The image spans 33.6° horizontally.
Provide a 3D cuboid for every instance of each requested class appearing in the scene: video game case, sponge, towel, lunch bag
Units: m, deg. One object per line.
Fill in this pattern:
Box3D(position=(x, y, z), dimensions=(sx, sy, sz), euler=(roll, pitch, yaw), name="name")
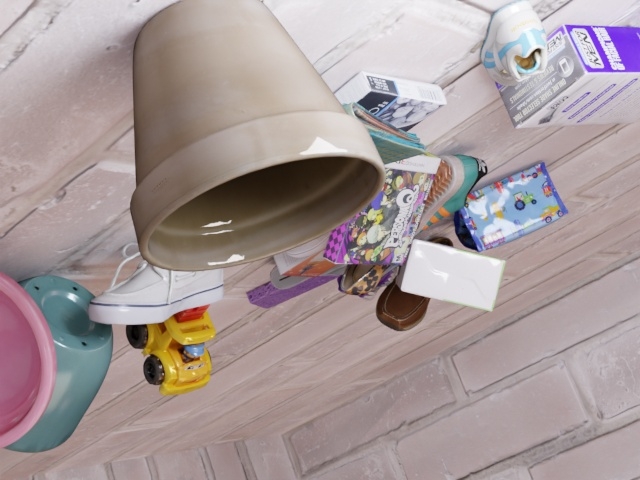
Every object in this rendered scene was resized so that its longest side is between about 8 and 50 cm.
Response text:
Box3D(position=(0.119, -0.065, 2.025), dimensions=(0.210, 0.042, 0.232), euler=(4, 110, -47), name="video game case")
Box3D(position=(-0.064, 0.106, 2.560), dimensions=(0.210, 0.031, 0.117), euler=(-26, 161, 15), name="sponge")
Box3D(position=(-0.044, -0.137, 1.763), dimensions=(0.370, 0.040, 0.271), euler=(-15, 166, 28), name="towel")
Box3D(position=(0.437, -0.056, 2.513), dimensions=(0.221, 0.138, 0.293), euler=(-23, 171, 0), name="lunch bag")

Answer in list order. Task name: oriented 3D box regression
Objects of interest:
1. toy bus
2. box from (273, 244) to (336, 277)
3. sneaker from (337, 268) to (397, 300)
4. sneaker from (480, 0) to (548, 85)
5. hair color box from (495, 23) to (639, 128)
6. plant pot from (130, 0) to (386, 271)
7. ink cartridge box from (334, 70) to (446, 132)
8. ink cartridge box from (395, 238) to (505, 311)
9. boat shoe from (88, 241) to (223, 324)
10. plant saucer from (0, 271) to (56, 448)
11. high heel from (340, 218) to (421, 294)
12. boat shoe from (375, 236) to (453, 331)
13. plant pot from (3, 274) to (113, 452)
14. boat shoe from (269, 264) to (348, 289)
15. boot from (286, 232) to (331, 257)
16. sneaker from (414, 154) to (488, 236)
Box3D(position=(-0.294, 0.192, 2.277), dimensions=(0.149, 0.220, 0.211), euler=(-7, 152, -43), name="toy bus")
Box3D(position=(0.000, 0.000, 2.226), dimensions=(0.170, 0.091, 0.130), euler=(-32, 159, 31), name="box")
Box3D(position=(0.109, 0.074, 2.575), dimensions=(0.104, 0.095, 0.236), euler=(7, 150, -19), name="sneaker")
Box3D(position=(0.316, -0.295, 1.715), dimensions=(0.087, 0.092, 0.229), euler=(-23, 163, 2), name="sneaker")
Box3D(position=(0.502, -0.292, 1.901), dimensions=(0.338, 0.110, 0.185), euler=(-8, 160, -38), name="hair color box")
Box3D(position=(-0.114, -0.150, 1.362), dimensions=(0.323, 0.280, 0.323), euler=(-19, 162, -6), name="plant pot")
Box3D(position=(0.073, -0.204, 1.793), dimensions=(0.206, 0.045, 0.208), euler=(0, 155, -47), name="ink cartridge box")
Box3D(position=(0.283, 0.072, 2.399), dimensions=(0.207, 0.119, 0.353), euler=(13, -179, 2), name="ink cartridge box")
Box3D(position=(-0.298, 0.058, 1.994), dimensions=(0.135, 0.157, 0.367), euler=(7, -169, 30), name="boat shoe")
Box3D(position=(-0.594, 0.192, 1.807), dimensions=(0.332, 0.332, 0.084), euler=(-26, -176, 16), name="plant saucer")
Box3D(position=(0.115, -0.014, 2.129), dimensions=(0.186, 0.093, 0.261), euler=(-32, 138, -42), name="high heel")
Box3D(position=(0.236, 0.093, 2.600), dimensions=(0.324, 0.122, 0.120), euler=(-48, 159, -48), name="boat shoe")
Box3D(position=(-0.524, 0.207, 1.974), dimensions=(0.293, 0.293, 0.235), euler=(3, 136, -51), name="plant pot")
Box3D(position=(-0.008, 0.037, 2.366), dimensions=(0.226, 0.083, 0.076), euler=(-16, -152, 12), name="boat shoe")
Box3D(position=(-0.009, -0.059, 2.073), dimensions=(0.258, 0.095, 0.123), euler=(-40, 149, 27), name="boot")
Box3D(position=(0.237, -0.080, 2.225), dimensions=(0.121, 0.108, 0.302), euler=(-5, 157, -34), name="sneaker")
